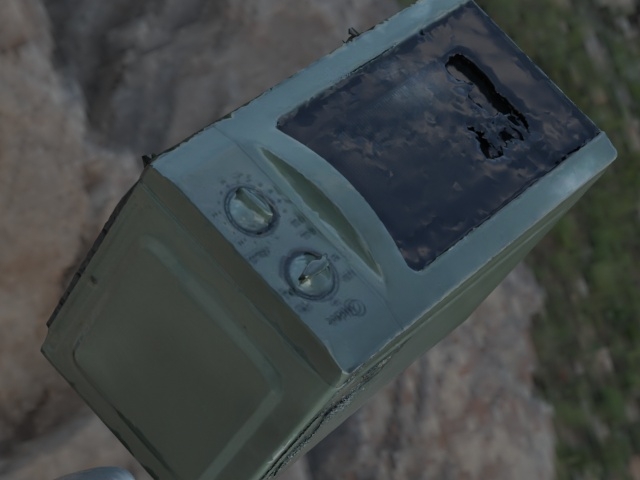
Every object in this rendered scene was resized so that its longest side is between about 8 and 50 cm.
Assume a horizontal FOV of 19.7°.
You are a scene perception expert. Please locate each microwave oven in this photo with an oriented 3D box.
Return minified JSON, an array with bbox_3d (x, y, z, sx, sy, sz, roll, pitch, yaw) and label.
[{"bbox_3d":[0.000,0.000,1.148,0.181,0.237,0.295,47,48,7],"label":"microwave oven"}]

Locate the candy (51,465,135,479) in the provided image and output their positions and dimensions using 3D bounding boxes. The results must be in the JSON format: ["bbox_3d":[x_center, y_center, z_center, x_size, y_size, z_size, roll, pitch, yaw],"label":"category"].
[{"bbox_3d":[-0.201,0.214,1.286,0.071,0.138,0.174,54,6,6],"label":"candy"}]
